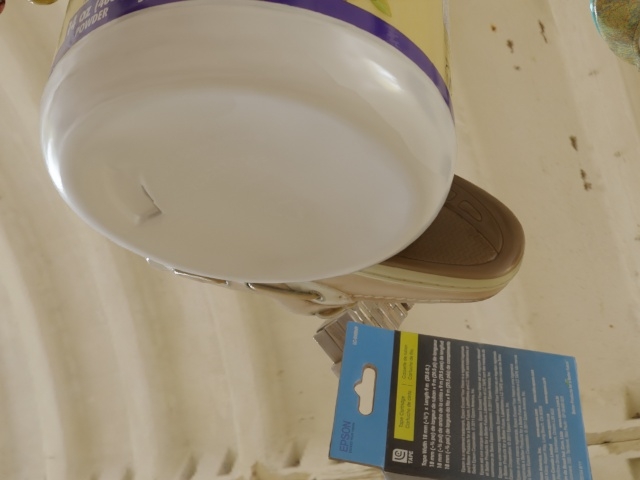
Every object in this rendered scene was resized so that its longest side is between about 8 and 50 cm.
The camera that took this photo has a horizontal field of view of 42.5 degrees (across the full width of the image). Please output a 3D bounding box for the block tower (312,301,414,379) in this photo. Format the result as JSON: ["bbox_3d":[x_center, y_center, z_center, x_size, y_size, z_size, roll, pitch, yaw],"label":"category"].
[{"bbox_3d":[0.099,0.116,1.475,0.091,0.335,0.097,-36,-85,31],"label":"block tower"}]

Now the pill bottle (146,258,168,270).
[{"bbox_3d":[-0.319,-0.089,1.544,0.160,0.160,0.283,-45,-120,16],"label":"pill bottle"}]

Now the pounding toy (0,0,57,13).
[{"bbox_3d":[-0.368,-0.338,0.990,0.236,0.183,0.110,-109,-147,-45],"label":"pounding toy"}]

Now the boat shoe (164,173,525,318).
[{"bbox_3d":[0.000,0.000,0.679,0.341,0.110,0.121,12,-135,27],"label":"boat shoe"}]

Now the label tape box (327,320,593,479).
[{"bbox_3d":[0.183,0.254,1.124,0.334,0.105,0.240,9,-138,2],"label":"label tape box"}]

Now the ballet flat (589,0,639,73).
[{"bbox_3d":[0.519,-0.292,1.231,0.123,0.349,0.123,-16,-118,33],"label":"ballet flat"}]

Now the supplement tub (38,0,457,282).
[{"bbox_3d":[-0.035,-0.164,0.547,0.241,0.241,0.331,-15,-124,27],"label":"supplement tub"}]
